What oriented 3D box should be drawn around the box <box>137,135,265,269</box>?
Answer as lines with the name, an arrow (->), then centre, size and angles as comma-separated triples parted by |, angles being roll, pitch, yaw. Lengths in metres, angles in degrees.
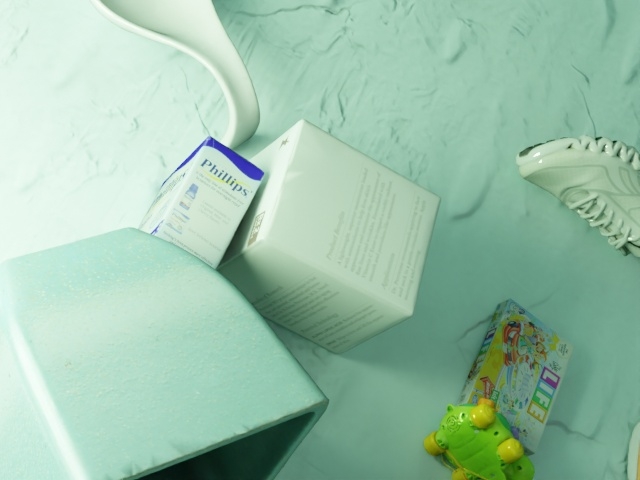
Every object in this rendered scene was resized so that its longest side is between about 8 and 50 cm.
box -> -0.134, -0.014, 1.448 | 0.072, 0.126, 0.137 | 34, 56, -13

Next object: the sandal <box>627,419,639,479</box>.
sandal -> 0.403, 0.323, 1.668 | 0.102, 0.076, 0.265 | 16, 63, -25

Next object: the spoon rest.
spoon rest -> -0.153, -0.227, 1.550 | 0.137, 0.084, 0.276 | -37, 93, -36

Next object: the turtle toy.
turtle toy -> 0.182, 0.226, 1.573 | 0.130, 0.095, 0.066 | 50, 33, -6

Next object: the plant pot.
plant pot -> -0.188, 0.136, 1.293 | 0.247, 0.248, 0.252 | -16, 64, -35

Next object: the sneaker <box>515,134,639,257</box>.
sneaker -> 0.370, -0.049, 1.789 | 0.292, 0.110, 0.118 | 17, 72, -25

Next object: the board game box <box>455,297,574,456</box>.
board game box -> 0.225, 0.157, 1.658 | 0.103, 0.026, 0.154 | 36, 56, -14

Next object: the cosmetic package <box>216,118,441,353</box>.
cosmetic package -> 0.000, 0.000, 1.508 | 0.183, 0.151, 0.151 | 29, 58, -19
